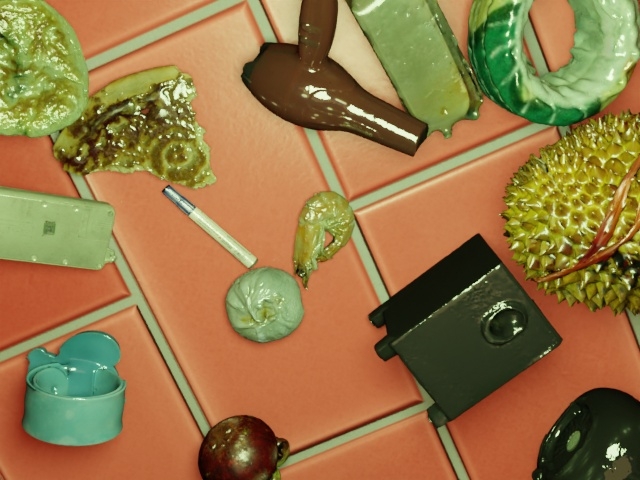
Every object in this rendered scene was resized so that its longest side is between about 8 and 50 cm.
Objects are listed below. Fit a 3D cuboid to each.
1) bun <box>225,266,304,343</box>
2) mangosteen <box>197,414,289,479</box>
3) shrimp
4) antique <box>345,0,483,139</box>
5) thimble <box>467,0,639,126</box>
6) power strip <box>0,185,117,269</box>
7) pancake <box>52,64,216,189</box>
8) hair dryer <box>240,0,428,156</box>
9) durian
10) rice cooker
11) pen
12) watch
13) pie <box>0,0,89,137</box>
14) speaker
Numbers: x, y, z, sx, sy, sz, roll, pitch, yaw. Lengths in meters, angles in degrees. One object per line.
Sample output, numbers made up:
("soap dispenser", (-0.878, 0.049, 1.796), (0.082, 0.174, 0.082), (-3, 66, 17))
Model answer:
("bun", (-0.098, 0.117, 1.650), (0.141, 0.083, 0.141), (0, 107, -1))
("mangosteen", (-0.130, 0.403, 1.689), (0.156, 0.146, 0.181), (-30, 103, 4))
("shrimp", (0.000, 0.000, 1.651), (0.099, 0.041, 0.180), (13, 103, -19))
("antique", (0.158, -0.303, 1.532), (0.125, 0.150, 0.284), (-29, 111, 9))
("thimble", (0.361, -0.330, 1.488), (0.254, 0.167, 0.288), (-22, 108, -5))
("power strip", (-0.469, -0.021, 1.581), (0.270, 0.046, 0.118), (8, 102, -29))
("pancake", (-0.288, -0.165, 1.599), (0.266, 0.057, 0.244), (-42, 107, 13))
("hair dryer", (0.035, -0.298, 1.441), (0.312, 0.123, 0.340), (22, 140, 11))
("durian", (0.464, -0.034, 1.479), (0.384, 0.347, 0.347), (2, 105, -22))
("rice cooker", (0.513, 0.400, 1.651), (0.224, 0.267, 0.267), (31, 102, -7))
("pen", (-0.192, -0.024, 1.643), (0.204, 0.025, 0.025), (41, 100, -10))
("watch", (-0.430, 0.273, 1.627), (0.211, 0.193, 0.211), (-1, 103, -3))
("pie", (-0.482, -0.279, 1.514), (0.240, 0.054, 0.240), (2, 84, -23))
("speaker", (0.235, 0.148, 1.587), (0.254, 0.232, 0.184), (-37, 101, 7))
